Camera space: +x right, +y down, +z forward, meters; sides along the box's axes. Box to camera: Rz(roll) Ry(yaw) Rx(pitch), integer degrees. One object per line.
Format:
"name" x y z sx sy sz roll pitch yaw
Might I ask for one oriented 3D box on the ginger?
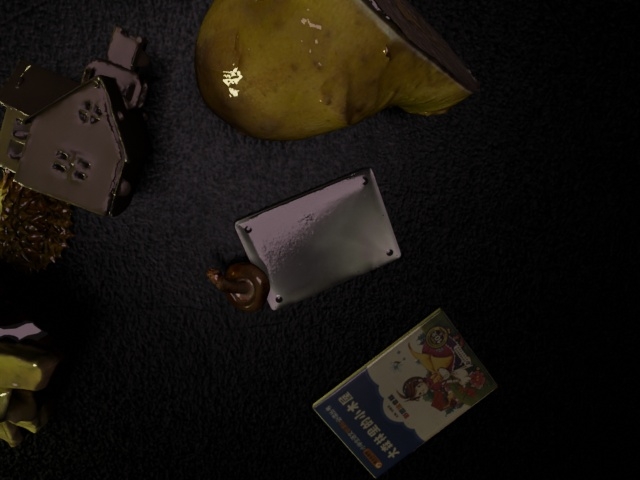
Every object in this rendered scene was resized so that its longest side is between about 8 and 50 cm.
"ginger" -0.574 0.224 0.717 0.414 0.211 0.358 -27 112 25

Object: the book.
"book" 0.176 0.314 1.007 0.323 0.018 0.228 -38 105 0

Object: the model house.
"model house" -0.332 -0.192 0.714 0.205 0.211 0.243 21 100 -15

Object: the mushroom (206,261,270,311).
"mushroom" -0.142 0.070 0.868 0.088 0.072 0.129 -12 142 31

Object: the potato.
"potato" 0.007 -0.271 0.781 0.296 0.289 0.397 -40 149 29

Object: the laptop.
"laptop" 0.000 0.000 0.912 0.269 0.015 0.187 -23 105 -4

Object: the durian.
"durian" -0.496 -0.007 0.787 0.139 0.144 0.251 25 102 8
